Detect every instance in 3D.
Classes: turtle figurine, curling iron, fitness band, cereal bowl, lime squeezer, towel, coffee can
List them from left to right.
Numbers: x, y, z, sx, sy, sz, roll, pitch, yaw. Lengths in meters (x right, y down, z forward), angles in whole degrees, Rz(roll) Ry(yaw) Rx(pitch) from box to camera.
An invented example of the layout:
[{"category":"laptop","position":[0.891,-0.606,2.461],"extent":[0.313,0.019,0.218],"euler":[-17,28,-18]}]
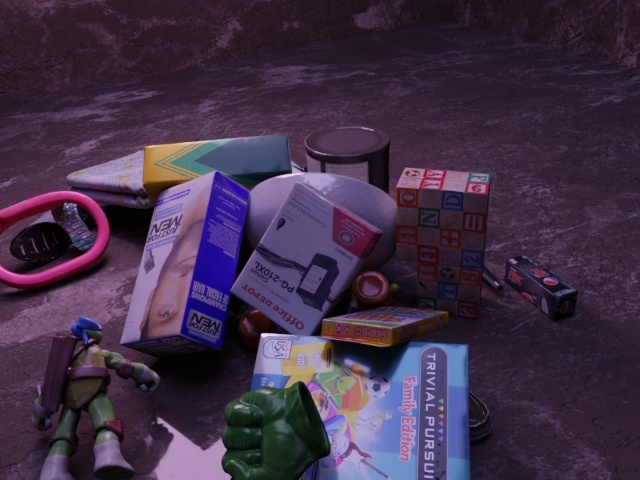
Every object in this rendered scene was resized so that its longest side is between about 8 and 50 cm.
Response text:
[{"category":"fitness band","position":[-0.659,-0.002,1.541],"extent":[0.291,0.209,0.054],"euler":[-26,-8,-26]},{"category":"turtle figurine","position":[-0.376,0.290,1.077],"extent":[0.198,0.274,0.266],"euler":[8,45,-24]},{"category":"towel","position":[-0.470,-0.174,1.770],"extent":[0.374,0.090,0.320],"euler":[8,26,34]},{"category":"lime squeezer","position":[-0.219,0.141,1.324],"extent":[0.310,0.059,0.110],"euler":[-11,13,40]},{"category":"cereal bowl","position":[0.000,0.000,1.348],"extent":[0.339,0.339,0.141],"euler":[2,65,11]},{"category":"coffee can","position":[0.069,-0.119,1.558],"extent":[0.202,0.275,0.201],"euler":[-2,30,1]},{"category":"curling iron","position":[0.334,0.050,1.477],"extent":[0.068,0.035,0.274],"euler":[-19,32,-17]}]

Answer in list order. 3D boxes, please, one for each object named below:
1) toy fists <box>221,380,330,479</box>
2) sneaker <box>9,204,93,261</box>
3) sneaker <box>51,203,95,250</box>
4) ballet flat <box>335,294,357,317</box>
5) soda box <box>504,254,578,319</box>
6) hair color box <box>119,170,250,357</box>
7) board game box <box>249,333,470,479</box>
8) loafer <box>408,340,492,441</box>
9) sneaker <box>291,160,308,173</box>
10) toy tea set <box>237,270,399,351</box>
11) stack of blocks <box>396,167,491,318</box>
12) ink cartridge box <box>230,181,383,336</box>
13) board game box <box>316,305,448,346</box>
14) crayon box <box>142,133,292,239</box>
[{"category":"toy fists","position":[-0.044,0.332,0.844],"extent":[0.142,0.279,0.096],"euler":[-26,-12,7]},{"category":"sneaker","position":[-0.711,-0.019,1.670],"extent":[0.108,0.100,0.271],"euler":[-3,22,20]},{"category":"sneaker","position":[-0.637,-0.040,1.640],"extent":[0.065,0.166,0.076],"euler":[-29,-3,-18]},{"category":"ballet flat","position":[0.044,0.186,1.171],"extent":[0.049,0.173,0.057],"euler":[13,-5,-15]},{"category":"soda box","position":[0.464,0.096,1.356],"extent":[0.053,0.060,0.169],"euler":[-13,30,-18]},{"category":"hair color box","position":[-0.261,0.048,1.253],"extent":[0.185,0.110,0.338],"euler":[-14,59,37]},{"category":"board game box","position":[0.055,0.278,0.977],"extent":[0.336,0.079,0.253],"euler":[1,54,10]},{"category":"loafer","position":[0.180,0.241,1.083],"extent":[0.251,0.087,0.094],"euler":[33,45,28]},{"category":"sneaker","position":[-0.139,-0.165,1.846],"extent":[0.256,0.094,0.151],"euler":[-29,41,-35]},{"category":"toy tea set","position":[0.003,0.159,1.289],"extent":[0.336,0.124,0.200],"euler":[4,60,7]},{"category":"stack of blocks","position":[0.245,0.009,1.295],"extent":[0.171,0.297,0.087],"euler":[6,33,17]},{"category":"ink cartridge box","position":[-0.024,0.039,1.157],"extent":[0.172,0.237,0.100],"euler":[33,8,10]},{"category":"board game box","position":[0.110,0.141,1.068],"extent":[0.124,0.039,0.259],"euler":[2,4,32]},{"category":"crayon box","position":[-0.220,-0.105,1.508],"extent":[0.313,0.363,0.106],"euler":[-6,68,-3]}]
